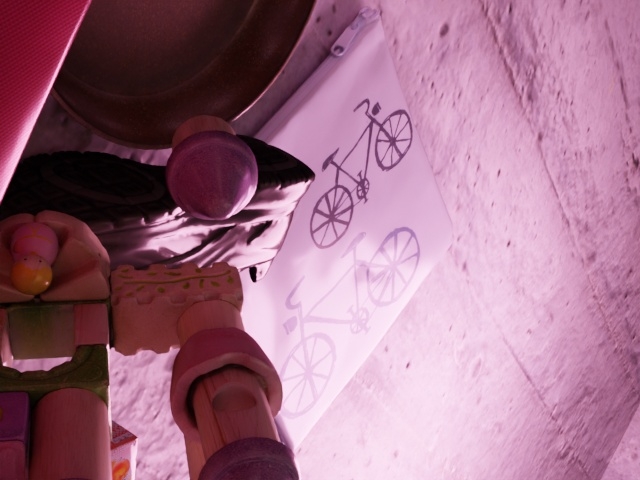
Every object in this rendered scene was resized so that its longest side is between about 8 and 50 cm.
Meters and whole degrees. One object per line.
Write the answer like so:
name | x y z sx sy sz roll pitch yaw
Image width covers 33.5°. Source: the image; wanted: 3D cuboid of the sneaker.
sneaker | -0.124 0.003 0.779 0.286 0.109 0.130 -9 124 -41

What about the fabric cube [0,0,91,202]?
fabric cube | -0.281 -0.065 0.365 0.254 0.259 0.258 11 108 -57

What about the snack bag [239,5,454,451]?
snack bag | 0.000 0.000 1.030 0.323 0.037 0.342 -50 139 -23

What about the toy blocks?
toy blocks | -0.152 0.086 0.566 0.288 0.260 0.309 -1 118 -12

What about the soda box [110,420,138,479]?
soda box | -0.226 0.191 0.801 0.183 0.063 0.058 -18 125 -49

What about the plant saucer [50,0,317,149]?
plant saucer | -0.101 -0.218 0.738 0.310 0.050 0.311 -34 136 -40
